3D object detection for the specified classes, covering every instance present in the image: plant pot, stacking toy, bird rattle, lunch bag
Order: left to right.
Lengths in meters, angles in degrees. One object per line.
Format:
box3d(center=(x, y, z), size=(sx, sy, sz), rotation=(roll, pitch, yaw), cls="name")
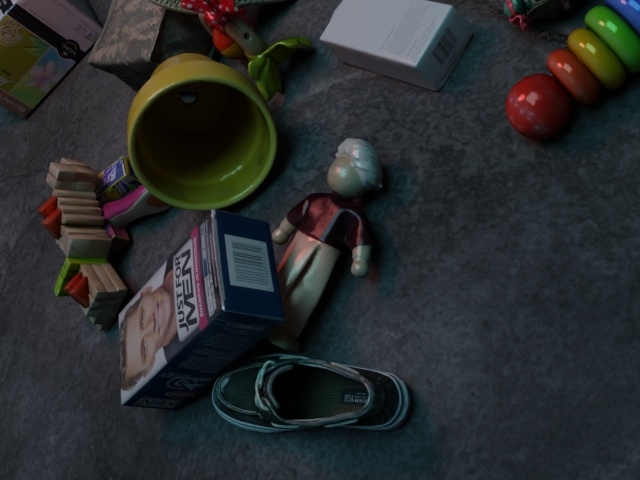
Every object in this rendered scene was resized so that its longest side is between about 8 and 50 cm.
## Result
box3d(center=(-0.326, -0.468, 1.546), size=(0.235, 0.169, 0.286), rotation=(10, 79, 41), cls="lunch bag")
box3d(center=(-0.223, -0.219, 1.322), size=(0.254, 0.254, 0.239), rotation=(-42, 36, 12), cls="plant pot")
box3d(center=(-0.160, -0.373, 1.349), size=(0.143, 0.254, 0.207), rotation=(-59, 26, -3), cls="bird rattle")
box3d(center=(0.388, -0.259, 0.972), size=(0.330, 0.141, 0.141), rotation=(-42, 51, 18), cls="stacking toy")

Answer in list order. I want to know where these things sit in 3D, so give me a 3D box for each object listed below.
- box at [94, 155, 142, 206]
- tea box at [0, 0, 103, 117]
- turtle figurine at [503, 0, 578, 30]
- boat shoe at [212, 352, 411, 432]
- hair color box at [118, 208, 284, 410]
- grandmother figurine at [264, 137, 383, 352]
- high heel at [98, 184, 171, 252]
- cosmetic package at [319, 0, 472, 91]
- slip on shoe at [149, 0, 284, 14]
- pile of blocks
box3d(center=(-0.449, -0.101, 1.537), size=(0.169, 0.054, 0.059), rotation=(-33, 54, 18), cls="box")
box3d(center=(-0.776, -0.555, 1.874), size=(0.323, 0.220, 0.329), rotation=(-44, 51, 11), cls="tea box")
box3d(center=(0.344, -0.390, 1.073), size=(0.234, 0.118, 0.175), rotation=(-20, 18, 25), cls="turtle figurine")
box3d(center=(-0.039, 0.210, 1.054), size=(0.335, 0.119, 0.121), rotation=(-9, 64, 32), cls="boat shoe")
box3d(center=(-0.200, 0.120, 1.146), size=(0.347, 0.105, 0.173), rotation=(-43, 46, 40), cls="hair color box")
box3d(center=(0.000, 0.000, 1.142), size=(0.208, 0.104, 0.342), rotation=(25, 87, 32), cls="grandmother figurine")
box3d(center=(-0.363, -0.089, 1.457), size=(0.244, 0.082, 0.117), rotation=(-45, 54, 23), cls="high heel")
box3d(center=(0.121, -0.340, 1.224), size=(0.231, 0.085, 0.117), rotation=(31, 88, 42), cls="cosmetic package")
box3d(center=(-0.200, -0.510, 1.425), size=(0.101, 0.332, 0.123), rotation=(-131, 37, -54), cls="slip on shoe")
box3d(center=(-0.490, 0.002, 1.424), size=(0.149, 0.113, 0.362), rotation=(-37, 63, 37), cls="pile of blocks")
